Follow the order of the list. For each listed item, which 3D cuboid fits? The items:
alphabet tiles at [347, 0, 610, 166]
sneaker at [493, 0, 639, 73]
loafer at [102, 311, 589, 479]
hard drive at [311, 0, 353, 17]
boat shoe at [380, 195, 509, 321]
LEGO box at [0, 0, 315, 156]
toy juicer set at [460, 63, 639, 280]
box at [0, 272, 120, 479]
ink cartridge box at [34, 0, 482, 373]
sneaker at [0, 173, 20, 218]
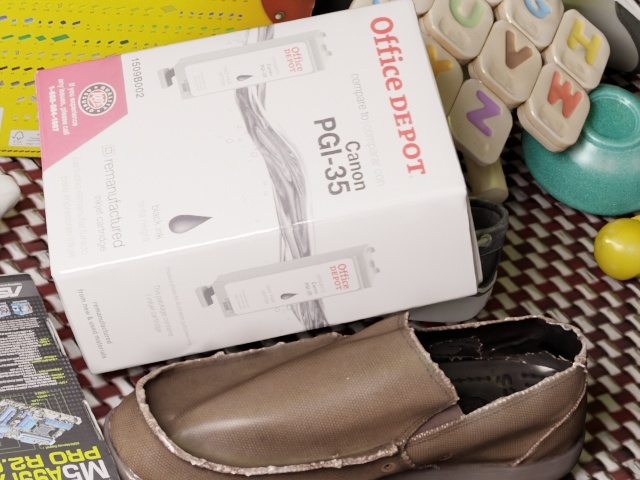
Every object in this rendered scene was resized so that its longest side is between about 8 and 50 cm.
[{"bbox_3d":[0.123,-0.204,1.559,0.284,0.021,0.278,40,50,-16],"label":"alphabet tiles"},{"bbox_3d":[0.196,-0.220,1.816,0.271,0.100,0.108,25,64,4],"label":"sneaker"},{"bbox_3d":[0.028,0.101,1.285,0.366,0.130,0.134,-6,42,-28],"label":"loafer"},{"bbox_3d":[-0.030,-0.356,1.655,0.064,0.339,0.237,-11,35,-11],"label":"hard drive"},{"bbox_3d":[0.000,0.000,1.426,0.301,0.102,0.108,4,38,-16],"label":"boat shoe"},{"bbox_3d":[-0.296,-0.252,1.558,0.500,0.193,0.372,0,40,-22],"label":"LEGO box"},{"bbox_3d":[0.234,-0.053,1.624,0.329,0.089,0.209,14,55,-2],"label":"toy juicer set"},{"bbox_3d":[-0.284,0.121,1.193,0.270,0.060,0.216,-6,43,-27],"label":"box"},{"bbox_3d":[-0.046,-0.043,1.326,0.283,0.117,0.207,-12,49,0],"label":"ink cartridge box"},{"bbox_3d":[-0.263,0.006,1.364,0.061,0.053,0.152,36,46,10],"label":"sneaker"}]
